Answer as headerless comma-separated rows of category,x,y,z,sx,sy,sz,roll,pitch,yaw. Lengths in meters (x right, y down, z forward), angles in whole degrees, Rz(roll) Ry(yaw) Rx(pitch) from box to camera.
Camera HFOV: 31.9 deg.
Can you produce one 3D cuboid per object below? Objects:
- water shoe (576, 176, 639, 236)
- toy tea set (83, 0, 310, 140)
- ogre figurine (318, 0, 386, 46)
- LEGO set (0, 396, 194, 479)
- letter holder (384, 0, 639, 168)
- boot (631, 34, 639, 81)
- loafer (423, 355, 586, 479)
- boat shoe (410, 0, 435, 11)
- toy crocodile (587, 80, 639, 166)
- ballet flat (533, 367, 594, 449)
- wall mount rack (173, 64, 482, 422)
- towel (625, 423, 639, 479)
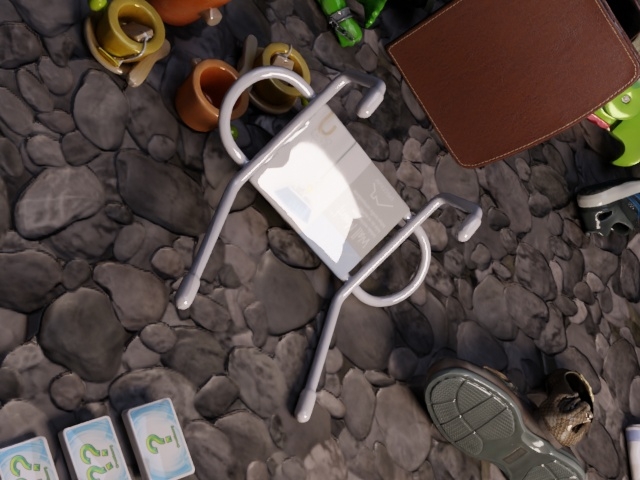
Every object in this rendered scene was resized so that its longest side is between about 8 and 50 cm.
water shoe,0.450,-0.050,1.673,0.203,0.073,0.080,-11,99,-39
toy tea set,-0.083,-0.202,1.228,0.336,0.124,0.200,39,49,-20
ogre figurine,0.050,-0.356,1.430,0.118,0.197,0.097,34,12,-7
LEGO set,-0.164,0.272,0.980,0.182,0.060,0.244,-12,78,-40
letter holder,0.275,-0.247,1.437,0.152,0.301,0.214,-35,94,-45
boot,0.517,-0.307,1.799,0.165,0.077,0.213,56,37,-30
loafer,0.212,0.212,1.326,0.267,0.096,0.084,42,28,-27
boat shoe,0.108,-0.475,1.540,0.113,0.127,0.340,3,78,-11
toy crocodile,0.383,-0.255,1.683,0.340,0.105,0.115,45,6,-14
ballet flat,0.309,0.197,1.362,0.084,0.058,0.250,55,17,10
wall mount rack,0.000,0.000,1.179,0.304,0.130,0.350,-46,122,-6
towel,0.504,0.393,1.517,0.209,0.034,0.285,15,61,-35
